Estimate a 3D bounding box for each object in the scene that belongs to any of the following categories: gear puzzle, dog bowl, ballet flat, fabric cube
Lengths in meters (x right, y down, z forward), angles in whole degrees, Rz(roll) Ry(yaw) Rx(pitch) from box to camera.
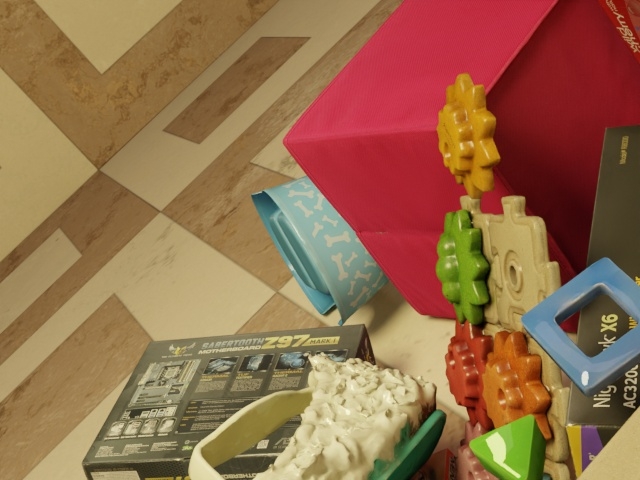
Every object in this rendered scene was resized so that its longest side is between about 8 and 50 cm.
[{"bbox_3d":[0.113,0.054,0.705,0.044,0.339,0.175,-8,5,-12],"label":"gear puzzle"},{"bbox_3d":[0.000,0.000,1.143,0.074,0.166,0.297,-30,5,-6],"label":"dog bowl"},{"bbox_3d":[-0.051,0.199,0.671,0.147,0.147,0.409,-24,8,35],"label":"ballet flat"},{"bbox_3d":[0.177,-0.091,0.944,0.254,0.259,0.258,-51,27,-23],"label":"fabric cube"}]

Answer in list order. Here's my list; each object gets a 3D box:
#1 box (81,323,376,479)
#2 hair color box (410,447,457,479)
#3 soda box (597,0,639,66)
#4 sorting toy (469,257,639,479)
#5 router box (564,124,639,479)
[{"bbox_3d":[-0.077,0.158,0.937,0.232,0.059,0.183,-6,30,16],"label":"box"},{"bbox_3d":[0.044,0.242,0.817,0.167,0.053,0.093,-29,25,24],"label":"hair color box"},{"bbox_3d":[0.318,-0.146,0.807,0.092,0.263,0.083,-43,22,-6],"label":"soda box"},{"bbox_3d":[0.224,0.137,0.476,0.196,0.047,0.347,-47,48,-12],"label":"sorting toy"},{"bbox_3d":[0.299,0.031,0.658,0.242,0.081,0.309,-3,39,23],"label":"router box"}]
